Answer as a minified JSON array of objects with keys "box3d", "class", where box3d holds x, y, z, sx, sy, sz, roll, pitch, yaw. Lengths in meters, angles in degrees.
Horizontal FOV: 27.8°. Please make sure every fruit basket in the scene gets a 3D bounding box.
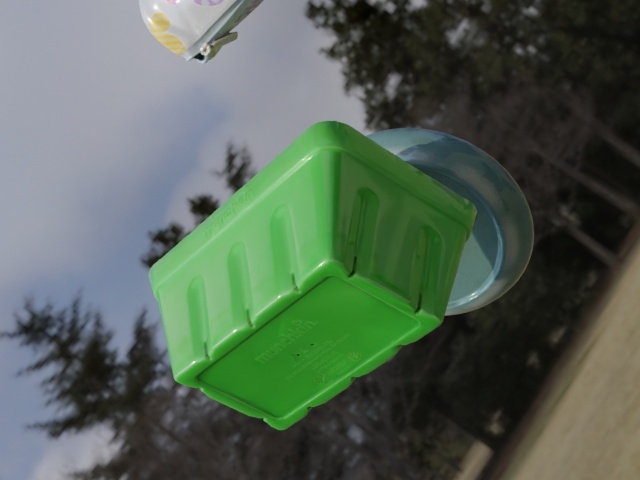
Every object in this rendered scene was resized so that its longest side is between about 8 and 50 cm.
[{"box3d":[0.000,0.000,1.563,0.392,0.283,0.392,-39,34,34],"class":"fruit basket"}]

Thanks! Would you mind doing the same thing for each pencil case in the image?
[{"box3d":[-0.074,-0.295,1.308,0.273,0.113,0.124,-36,45,40],"class":"pencil case"}]

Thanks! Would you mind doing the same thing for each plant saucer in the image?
[{"box3d":[0.138,-0.011,1.815,0.044,0.317,0.318,-65,1,-50],"class":"plant saucer"}]
